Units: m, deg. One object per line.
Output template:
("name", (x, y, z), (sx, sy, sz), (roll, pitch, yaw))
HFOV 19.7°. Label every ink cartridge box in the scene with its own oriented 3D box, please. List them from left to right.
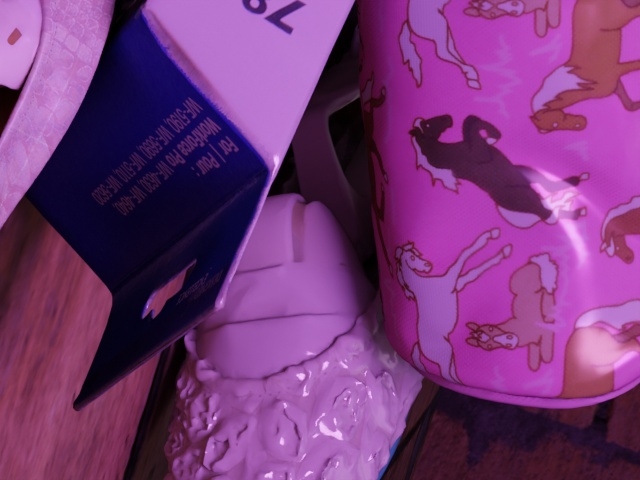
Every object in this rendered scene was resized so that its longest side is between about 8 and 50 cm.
("ink cartridge box", (-0.021, -0.111, 0.637), (0.165, 0.065, 0.333), (-35, -151, 61))

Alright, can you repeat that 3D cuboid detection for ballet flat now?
("ballet flat", (-0.106, -0.032, 0.528), (0.168, 0.057, 0.052), (-69, 157, -11))
("ballet flat", (0.000, 0.000, 1.041), (0.409, 0.147, 0.147), (-64, 169, -47))

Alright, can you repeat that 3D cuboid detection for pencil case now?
("pencil case", (0.102, -0.121, 0.865), (0.160, 0.167, 0.386), (-133, -144, -65))
